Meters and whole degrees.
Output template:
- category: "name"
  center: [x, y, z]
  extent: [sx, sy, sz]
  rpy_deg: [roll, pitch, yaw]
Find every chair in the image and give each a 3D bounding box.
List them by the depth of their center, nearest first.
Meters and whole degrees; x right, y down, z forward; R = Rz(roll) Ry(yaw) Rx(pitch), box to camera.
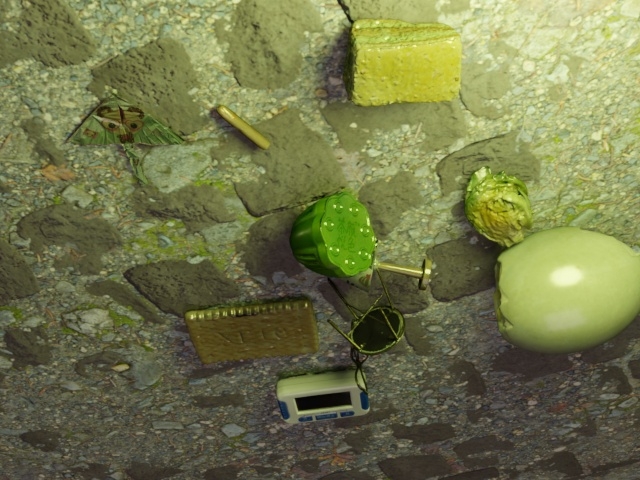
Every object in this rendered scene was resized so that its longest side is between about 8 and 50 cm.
- category: "chair"
  center: [0.127, 0.221, 1.911]
  extent: [0.170, 0.159, 0.325]
  rpy_deg: [-16, 134, 16]

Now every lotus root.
- category: "lotus root"
  center: [0.000, 0.000, 1.652]
  extent: [0.186, 0.186, 0.186]
  rpy_deg: [-2, 139, -2]

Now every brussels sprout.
- category: "brussels sprout"
  center: [0.375, -0.067, 1.636]
  extent: [0.139, 0.100, 0.181]
  rpy_deg: [-13, 141, 26]

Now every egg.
- category: "egg"
  center: [0.547, 0.106, 1.709]
  extent: [0.336, 0.278, 0.278]
  rpy_deg: [-8, 139, 6]

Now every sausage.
- category: "sausage"
  center: [-0.146, -0.214, 1.479]
  extent: [0.024, 0.024, 0.132]
  rpy_deg: [-30, 134, 28]

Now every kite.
- category: "kite"
  center: [-0.373, -0.188, 1.503]
  extent: [0.229, 0.012, 0.250]
  rpy_deg: [-1, 140, 2]

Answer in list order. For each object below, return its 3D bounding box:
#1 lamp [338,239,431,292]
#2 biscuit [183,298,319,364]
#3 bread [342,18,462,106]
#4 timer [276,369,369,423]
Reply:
- category: "lamp"
  center: [0.135, 0.061, 1.741]
  extent: [0.215, 0.121, 0.121]
  rpy_deg: [12, 138, 1]
- category: "biscuit"
  center: [-0.170, 0.230, 1.978]
  extent: [0.325, 0.044, 0.217]
  rpy_deg: [-7, 138, 3]
- category: "bread"
  center: [0.139, -0.305, 1.336]
  extent: [0.196, 0.102, 0.138]
  rpy_deg: [-4, 142, -3]
- category: "timer"
  center: [0.008, 0.437, 2.207]
  extent: [0.254, 0.078, 0.178]
  rpy_deg: [-6, 137, 2]
